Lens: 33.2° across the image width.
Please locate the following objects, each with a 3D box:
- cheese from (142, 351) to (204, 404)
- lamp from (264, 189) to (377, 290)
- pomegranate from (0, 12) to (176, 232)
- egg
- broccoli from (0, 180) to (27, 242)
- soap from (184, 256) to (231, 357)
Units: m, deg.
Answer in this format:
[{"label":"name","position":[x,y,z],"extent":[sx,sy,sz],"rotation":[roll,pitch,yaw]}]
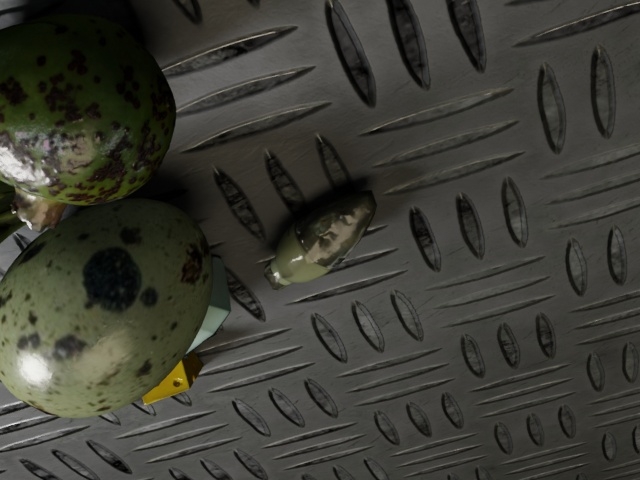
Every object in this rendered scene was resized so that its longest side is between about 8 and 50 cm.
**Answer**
[{"label":"cheese","position":[-0.282,0.245,2.032],"extent":[0.093,0.126,0.171],"rotation":[-20,165,3]},{"label":"lamp","position":[0.000,0.000,1.725],"extent":[0.101,0.101,0.250],"rotation":[24,130,-41]},{"label":"pomegranate","position":[-0.307,-0.143,1.286],"extent":[0.254,0.254,0.271],"rotation":[17,104,-36]},{"label":"egg","position":[-0.326,0.099,1.602],"extent":[0.379,0.288,0.287],"rotation":[-44,136,21]},{"label":"broccoli","position":[-0.483,-0.017,1.474],"extent":[0.243,0.247,0.263],"rotation":[-27,116,-36]},{"label":"soap","position":[-0.260,0.131,1.802],"extent":[0.230,0.145,0.091],"rotation":[-34,141,32]}]
